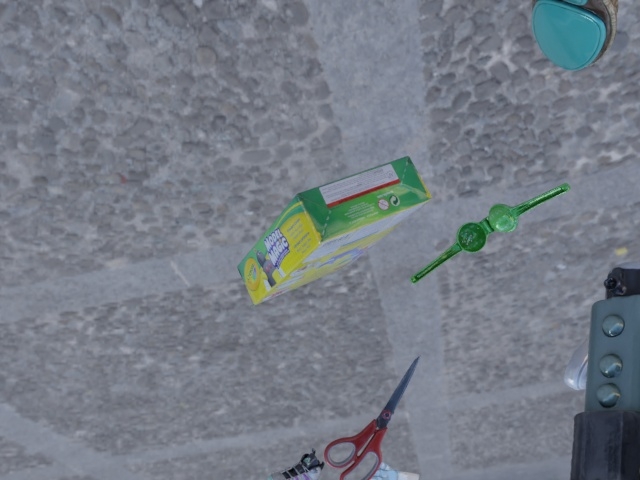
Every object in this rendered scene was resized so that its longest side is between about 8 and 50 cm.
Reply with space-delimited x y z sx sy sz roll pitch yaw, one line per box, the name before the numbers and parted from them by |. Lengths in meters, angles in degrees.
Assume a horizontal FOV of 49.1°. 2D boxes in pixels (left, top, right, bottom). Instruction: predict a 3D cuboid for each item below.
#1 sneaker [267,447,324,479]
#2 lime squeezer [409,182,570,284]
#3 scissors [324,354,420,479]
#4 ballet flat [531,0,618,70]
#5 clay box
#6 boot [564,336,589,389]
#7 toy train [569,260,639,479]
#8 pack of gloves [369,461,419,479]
sneaker | -0.030 0.333 1.026 0.098 0.038 0.069 23 103 -53
lime squeezer | 0.293 -0.024 1.238 0.310 0.058 0.110 -33 166 20
scissors | 0.130 0.369 1.403 0.297 0.109 0.021 -46 179 -1
ballet flat | 0.190 -0.190 0.500 0.067 0.073 0.206 -57 161 1
clay box | 0.000 0.000 0.701 0.128 0.053 0.222 -21 170 -29
boot | 0.509 0.200 1.116 0.258 0.123 0.095 -12 119 -37
toy train | 0.403 0.189 0.854 0.190 0.333 0.142 29 153 -28
pack of gloves | 0.167 0.614 1.585 0.046 0.195 0.232 -1 156 38
